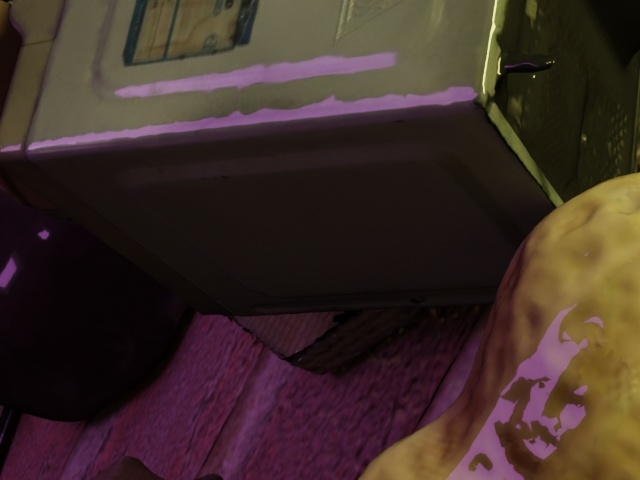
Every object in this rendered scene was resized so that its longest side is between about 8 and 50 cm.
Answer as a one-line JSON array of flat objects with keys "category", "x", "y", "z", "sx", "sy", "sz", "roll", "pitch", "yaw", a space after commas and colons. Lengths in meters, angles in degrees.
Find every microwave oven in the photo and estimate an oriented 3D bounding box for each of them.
[{"category": "microwave oven", "x": 0.033, "y": -0.155, "z": 0.774, "sx": 0.286, "sy": 0.218, "sz": 0.355, "roll": -4, "pitch": 63, "yaw": 28}]

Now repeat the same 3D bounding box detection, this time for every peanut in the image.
[{"category": "peanut", "x": 0.089, "y": 0.105, "z": 0.615, "sx": 0.290, "sy": 0.130, "sz": 0.130, "roll": -56, "pitch": 29, "yaw": 1}]

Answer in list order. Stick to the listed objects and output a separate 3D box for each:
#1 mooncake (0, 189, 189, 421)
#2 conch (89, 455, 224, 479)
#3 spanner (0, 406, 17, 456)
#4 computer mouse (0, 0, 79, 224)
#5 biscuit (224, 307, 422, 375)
[{"category": "mooncake", "x": -0.207, "y": -0.014, "z": 1.194, "sx": 0.306, "sy": 0.154, "sz": 0.306, "roll": -32, "pitch": 43, "yaw": 37}, {"category": "conch", "x": -0.095, "y": 0.208, "z": 0.770, "sx": 0.324, "sy": 0.186, "sz": 0.263, "roll": -28, "pitch": 14, "yaw": 11}, {"category": "spanner", "x": -0.277, "y": 0.165, "z": 1.319, "sx": 0.054, "sy": 0.015, "sz": 0.254, "roll": -3, "pitch": 65, "yaw": 58}, {"category": "computer mouse", "x": -0.150, "y": -0.100, "z": 0.880, "sx": 0.115, "sy": 0.389, "sz": 0.199, "roll": -8, "pitch": 69, "yaw": 18}, {"category": "biscuit", "x": 0.000, "y": 0.000, "z": 0.945, "sx": 0.147, "sy": 0.046, "sz": 0.250, "roll": -63, "pitch": 27, "yaw": 1}]
